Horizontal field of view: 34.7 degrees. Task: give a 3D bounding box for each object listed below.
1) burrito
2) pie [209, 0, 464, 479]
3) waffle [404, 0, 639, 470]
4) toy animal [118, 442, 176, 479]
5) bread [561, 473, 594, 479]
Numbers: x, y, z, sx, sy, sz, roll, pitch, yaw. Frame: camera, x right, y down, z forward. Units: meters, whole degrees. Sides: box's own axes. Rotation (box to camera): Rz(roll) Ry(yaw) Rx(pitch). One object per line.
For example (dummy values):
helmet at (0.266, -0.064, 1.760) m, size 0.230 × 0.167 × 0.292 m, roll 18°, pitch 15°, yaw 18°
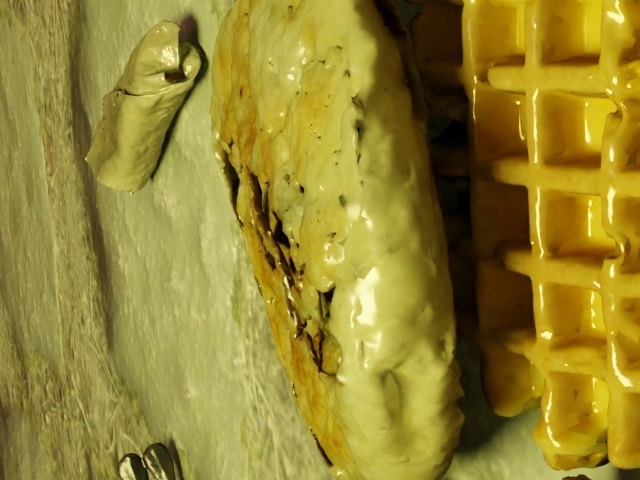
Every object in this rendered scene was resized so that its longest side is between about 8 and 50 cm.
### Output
burrito at (-0.163, -0.112, 0.915) m, size 0.226 × 0.060 × 0.087 m, roll -46°, pitch 54°, yaw 56°
pie at (0.000, 0.000, 0.584) m, size 0.339 × 0.077 × 0.339 m, roll 168°, pitch 90°, yaw -76°
waffle at (0.116, -0.041, 0.454) m, size 0.309 × 0.065 × 0.283 m, roll 64°, pitch 146°, yaw 29°
toy animal at (-0.117, 0.371, 0.925) m, size 0.284 × 0.225 × 0.302 m, roll -149°, pitch 41°, yaw -76°
bread at (0.141, 0.231, 0.408) m, size 0.274 × 0.149 × 0.274 m, roll 44°, pitch 143°, yaw 45°
